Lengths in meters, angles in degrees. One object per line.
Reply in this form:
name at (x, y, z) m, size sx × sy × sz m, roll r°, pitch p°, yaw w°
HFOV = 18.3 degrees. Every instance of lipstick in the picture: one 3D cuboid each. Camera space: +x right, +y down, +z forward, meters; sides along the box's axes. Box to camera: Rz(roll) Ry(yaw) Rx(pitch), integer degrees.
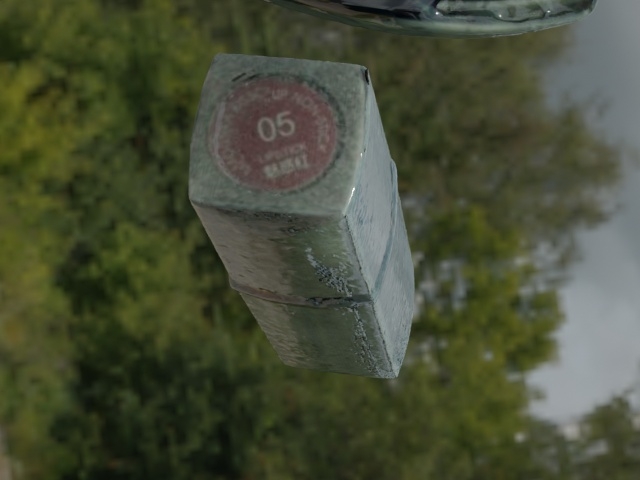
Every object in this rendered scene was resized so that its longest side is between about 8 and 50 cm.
lipstick at (0.000, 0.000, 0.939) m, size 0.289 × 0.076 × 0.077 m, roll 66°, pitch 30°, yaw -71°

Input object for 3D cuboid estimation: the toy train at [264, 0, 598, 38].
toy train at (-0.045, -0.101, 0.554) m, size 0.048 × 0.252 × 0.055 m, roll 141°, pitch -34°, yaw -82°
